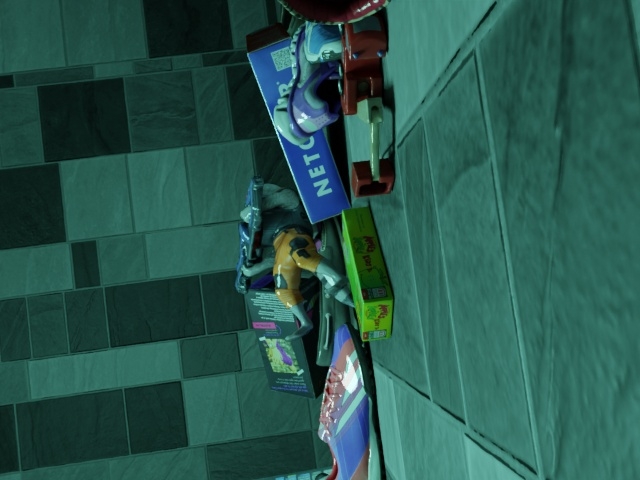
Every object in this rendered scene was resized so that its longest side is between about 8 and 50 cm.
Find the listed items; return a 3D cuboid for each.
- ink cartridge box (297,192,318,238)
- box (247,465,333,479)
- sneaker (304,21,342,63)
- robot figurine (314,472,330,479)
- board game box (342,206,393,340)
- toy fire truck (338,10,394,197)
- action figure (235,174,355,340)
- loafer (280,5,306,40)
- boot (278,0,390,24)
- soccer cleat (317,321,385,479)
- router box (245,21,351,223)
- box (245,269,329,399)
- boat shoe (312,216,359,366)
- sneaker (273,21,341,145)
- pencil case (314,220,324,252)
[{"bbox_3d":[-0.057,-0.039,1.527,0.180,0.060,0.104,125,132,-64],"label":"ink cartridge box"},{"bbox_3d":[-0.070,0.770,1.766,0.318,0.394,0.097,-101,3,-53],"label":"box"},{"bbox_3d":[0.009,-0.304,0.937,0.211,0.080,0.081,-105,6,-56],"label":"sneaker"},{"bbox_3d":[0.044,0.600,1.364,0.173,0.209,0.278,-45,-39,-43],"label":"robot figurine"},{"bbox_3d":[0.067,0.046,0.999,0.092,0.043,0.181,86,175,-47],"label":"board game box"},{"bbox_3d":[0.054,-0.159,0.789,0.192,0.047,0.135,89,172,-51],"label":"toy fire truck"},{"bbox_3d":[-0.070,0.031,1.380,0.341,0.178,0.330,112,139,-54],"label":"action figure"},{"bbox_3d":[-0.057,-0.517,1.470,0.268,0.084,0.096,90,172,-63],"label":"loafer"},{"bbox_3d":[0.001,-0.354,0.533,0.377,0.138,0.285,-99,3,-87],"label":"boot"},{"bbox_3d":[0.045,0.317,1.275,0.108,0.116,0.319,179,84,-86],"label":"soccer cleat"},{"bbox_3d":[-0.049,-0.239,1.326,0.301,0.082,0.336,-107,-4,-66],"label":"router box"},{"bbox_3d":[-0.047,0.205,1.573,0.165,0.143,0.271,-34,-62,-47],"label":"box"},{"bbox_3d":[0.017,0.104,1.444,0.112,0.095,0.335,94,168,-71],"label":"boat shoe"},{"bbox_3d":[0.004,-0.267,1.096,0.095,0.104,0.237,33,-123,-39],"label":"sneaker"},{"bbox_3d":[0.000,0.000,1.616,0.095,0.098,0.210,-27,-66,-52],"label":"pencil case"}]
